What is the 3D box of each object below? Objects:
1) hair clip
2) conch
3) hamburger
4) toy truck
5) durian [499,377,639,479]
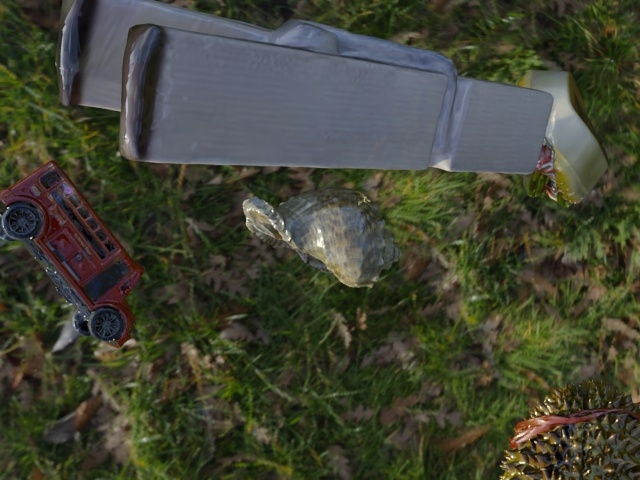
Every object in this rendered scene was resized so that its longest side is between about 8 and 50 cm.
[{"bbox_3d":[0.013,-0.089,0.507,0.101,0.331,0.085,23,109,49],"label":"hair clip"},{"bbox_3d":[0.000,0.000,1.015,0.207,0.130,0.155,11,138,-8],"label":"conch"},{"bbox_3d":[0.320,-0.139,1.121,0.116,0.210,0.173,-20,69,21],"label":"hamburger"},{"bbox_3d":[-0.322,0.022,1.081,0.252,0.114,0.107,55,155,-16],"label":"toy truck"},{"bbox_3d":[0.531,0.464,1.618,0.348,0.347,0.384,15,75,16],"label":"durian"}]
